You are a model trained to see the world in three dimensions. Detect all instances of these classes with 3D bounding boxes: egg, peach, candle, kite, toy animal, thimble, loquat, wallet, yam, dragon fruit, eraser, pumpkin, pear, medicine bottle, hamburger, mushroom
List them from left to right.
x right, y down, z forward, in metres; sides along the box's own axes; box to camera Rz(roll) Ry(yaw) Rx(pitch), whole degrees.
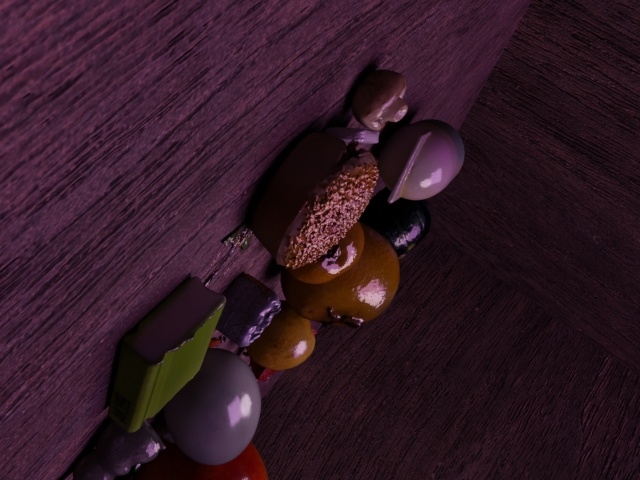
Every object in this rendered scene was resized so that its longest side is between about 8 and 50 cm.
[{"bbox_3d":[-0.442,0.444,1.408,0.236,0.138,0.108,-29,-155,-12],"label":"toy animal"},{"bbox_3d":[-0.295,0.220,1.308,0.210,0.092,0.274,-45,168,-42],"label":"eraser"},{"bbox_3d":[-0.359,0.440,1.801,0.179,0.078,0.078,-54,171,-8],"label":"yam"},{"bbox_3d":[-0.329,0.666,1.910,0.388,0.388,0.388,-52,170,-13],"label":"peach"},{"bbox_3d":[-0.258,0.407,1.657,0.230,0.229,0.371,-47,156,-39],"label":"egg"},{"bbox_3d":[-0.273,0.260,1.762,0.026,0.021,0.167,-45,172,3],"label":"candle"},{"bbox_3d":[-0.187,0.029,1.414,0.244,0.006,0.198,-54,171,-4],"label":"kite"},{"bbox_3d":[-0.175,0.165,1.619,0.151,0.117,0.127,-52,168,-12],"label":"thimble"},{"bbox_3d":[-0.163,0.319,2.200,0.274,0.161,0.126,-43,155,6],"label":"dragon fruit"},{"bbox_3d":[-0.127,0.281,2.026,0.209,0.208,0.209,-52,170,-13],"label":"pear"},{"bbox_3d":[-0.007,-0.077,1.401,0.302,0.170,0.302,-55,171,-13],"label":"hamburger"},{"bbox_3d":[0.000,0.000,1.633,0.208,0.208,0.208,-52,170,-13],"label":"loquat"},{"bbox_3d":[0.051,0.069,1.899,0.328,0.328,0.360,104,-17,-66],"label":"loquat"},{"bbox_3d":[0.074,-0.234,1.532,0.190,0.095,0.033,-20,117,-71],"label":"wallet"},{"bbox_3d":[0.131,-0.305,1.492,0.148,0.112,0.148,-44,162,-18],"label":"mushroom"},{"bbox_3d":[0.234,-0.045,2.374,0.315,0.239,0.315,-32,-166,9],"label":"pumpkin"},{"bbox_3d":[0.308,-0.250,2.162,0.236,0.235,0.406,-58,171,22],"label":"medicine bottle"}]
